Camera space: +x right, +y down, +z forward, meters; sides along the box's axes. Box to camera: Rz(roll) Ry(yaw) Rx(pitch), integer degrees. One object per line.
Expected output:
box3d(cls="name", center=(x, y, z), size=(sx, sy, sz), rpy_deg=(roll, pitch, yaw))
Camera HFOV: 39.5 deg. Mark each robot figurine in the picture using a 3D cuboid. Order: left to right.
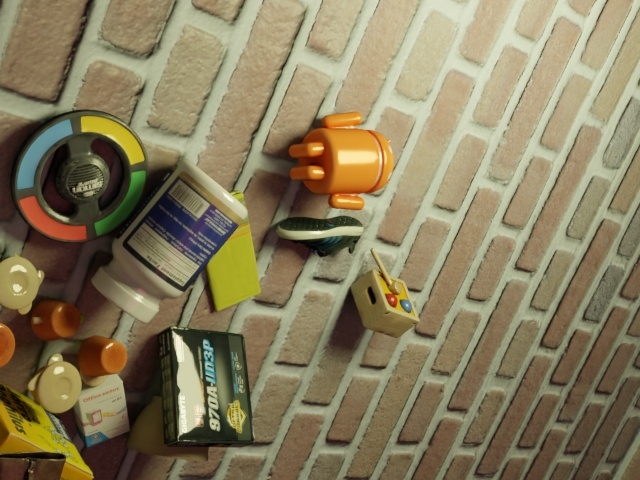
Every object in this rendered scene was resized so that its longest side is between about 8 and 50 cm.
box3d(cls="robot figurine", center=(0.048, -0.152, 1.692), size=(0.219, 0.158, 0.128), rpy_deg=(-3, 145, -35))

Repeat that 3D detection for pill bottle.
box3d(cls="pill bottle", center=(-0.262, 0.003, 1.533), size=(0.265, 0.153, 0.153), rpy_deg=(-50, 133, -2))

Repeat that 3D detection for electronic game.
box3d(cls="electronic game", center=(-0.388, -0.102, 1.452), size=(0.229, 0.048, 0.229), rpy_deg=(-18, 124, -29))

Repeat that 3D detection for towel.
box3d(cls="towel", center=(-0.177, 0.022, 1.697), size=(0.102, 0.021, 0.237), rpy_deg=(-21, 126, -19))

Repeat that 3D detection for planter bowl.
box3d(cls="planter bowl", center=(-0.287, 0.360, 1.725), size=(0.162, 0.162, 0.109), rpy_deg=(21, 74, -42))

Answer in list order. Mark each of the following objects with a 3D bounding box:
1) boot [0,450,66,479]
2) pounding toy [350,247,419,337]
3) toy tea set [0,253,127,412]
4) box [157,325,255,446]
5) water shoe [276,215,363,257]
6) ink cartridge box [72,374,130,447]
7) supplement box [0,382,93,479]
box3d(cls="boot", center=(-0.524, 0.427, 1.377), size=(0.248, 0.090, 0.207), rpy_deg=(6, 98, -37))
box3d(cls="pounding toy", center=(0.137, 0.113, 1.911), size=(0.130, 0.141, 0.100), rpy_deg=(22, 128, -42))
box3d(cls="toy tea set", center=(-0.490, 0.177, 1.515), size=(0.336, 0.124, 0.200), rpy_deg=(48, 53, -39))
box3d(cls="box", center=(-0.217, 0.280, 1.695), size=(0.175, 0.220, 0.051), rpy_deg=(13, 150, -40))
box3d(cls="water shoe", center=(0.000, 0.000, 1.778), size=(0.203, 0.073, 0.080), rpy_deg=(-3, 118, -35))
box3d(cls="ink cartridge box", center=(-0.411, 0.311, 1.661), size=(0.088, 0.052, 0.122), rpy_deg=(-19, 123, -27))
box3d(cls="supplement box", center=(-0.596, 0.441, 1.501), size=(0.356, 0.194, 0.195), rpy_deg=(-49, 132, -4))
